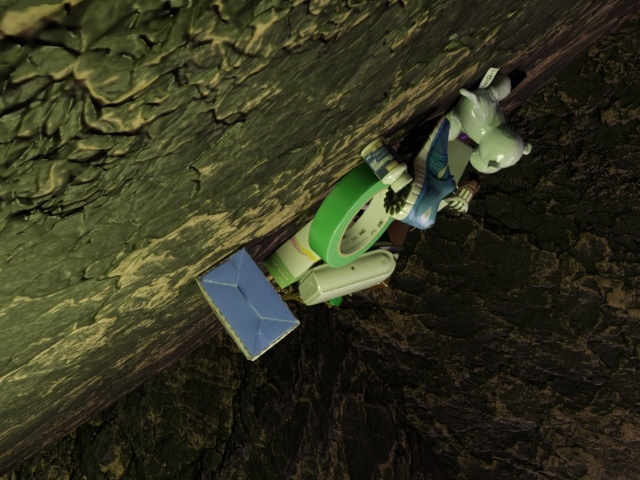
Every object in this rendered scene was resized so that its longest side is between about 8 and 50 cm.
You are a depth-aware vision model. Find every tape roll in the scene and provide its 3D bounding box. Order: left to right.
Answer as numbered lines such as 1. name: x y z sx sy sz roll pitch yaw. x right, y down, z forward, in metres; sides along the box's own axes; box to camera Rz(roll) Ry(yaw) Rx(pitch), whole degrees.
1. tape roll: 0.107 -0.071 1.264 0.321 0.077 0.321 -38 155 -22

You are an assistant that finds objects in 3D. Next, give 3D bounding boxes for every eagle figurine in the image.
1. eagle figurine: -0.085 0.206 2.271 0.298 0.226 0.225 -44 170 -48

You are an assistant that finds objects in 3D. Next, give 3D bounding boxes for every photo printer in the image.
1. photo printer: 0.096 0.124 1.571 0.307 0.107 0.256 -15 167 -19

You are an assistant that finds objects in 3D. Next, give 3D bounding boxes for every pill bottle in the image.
1. pill bottle: 0.151 -0.170 1.028 0.067 0.120 0.067 -37 174 -4

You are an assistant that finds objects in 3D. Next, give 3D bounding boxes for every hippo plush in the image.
1. hippo plush: 0.496 -0.325 1.298 0.234 0.237 0.294 -35 175 -11

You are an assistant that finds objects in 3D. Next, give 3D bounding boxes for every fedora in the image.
1. fedora: 0.164 -0.012 1.754 0.333 0.153 0.334 -7 173 -1

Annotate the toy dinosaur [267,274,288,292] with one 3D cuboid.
1. toy dinosaur: -0.254 0.223 1.887 0.200 0.127 0.296 -31 -169 37

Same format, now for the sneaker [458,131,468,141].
1. sneaker: 0.550 -0.376 1.956 0.236 0.105 0.095 -38 173 2

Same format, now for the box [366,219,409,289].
1. box: 0.258 0.014 2.075 0.143 0.191 0.382 -19 -143 48

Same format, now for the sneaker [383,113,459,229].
1. sneaker: 0.267 -0.169 1.145 0.129 0.147 0.330 -15 -132 56

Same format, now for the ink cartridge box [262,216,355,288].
1. ink cartridge box: 0.000 0.000 1.535 0.353 0.119 0.207 -40 173 24

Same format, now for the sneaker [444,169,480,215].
1. sneaker: 0.538 -0.185 1.746 0.163 0.106 0.281 -56 -176 4

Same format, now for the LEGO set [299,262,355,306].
1. LEGO set: 0.019 0.151 2.137 0.255 0.331 0.192 -56 -179 -12

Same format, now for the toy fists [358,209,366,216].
1. toy fists: 0.237 -0.178 1.702 0.142 0.096 0.279 -21 171 -19

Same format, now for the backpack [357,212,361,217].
1. backpack: 0.260 -0.138 1.918 0.188 0.144 0.166 -39 173 14

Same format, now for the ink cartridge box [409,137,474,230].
1. ink cartridge box: 0.420 -0.223 1.776 0.310 0.130 0.272 -57 -175 -31

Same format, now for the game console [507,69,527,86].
1. game console: 0.524 -0.439 1.557 0.361 0.044 0.213 -35 174 -10

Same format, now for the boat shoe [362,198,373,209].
1. boat shoe: 0.142 -0.143 1.448 0.070 0.078 0.219 -38 173 24

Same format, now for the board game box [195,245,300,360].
1. board game box: -0.192 0.175 1.188 0.141 0.232 0.291 -35 175 -17
